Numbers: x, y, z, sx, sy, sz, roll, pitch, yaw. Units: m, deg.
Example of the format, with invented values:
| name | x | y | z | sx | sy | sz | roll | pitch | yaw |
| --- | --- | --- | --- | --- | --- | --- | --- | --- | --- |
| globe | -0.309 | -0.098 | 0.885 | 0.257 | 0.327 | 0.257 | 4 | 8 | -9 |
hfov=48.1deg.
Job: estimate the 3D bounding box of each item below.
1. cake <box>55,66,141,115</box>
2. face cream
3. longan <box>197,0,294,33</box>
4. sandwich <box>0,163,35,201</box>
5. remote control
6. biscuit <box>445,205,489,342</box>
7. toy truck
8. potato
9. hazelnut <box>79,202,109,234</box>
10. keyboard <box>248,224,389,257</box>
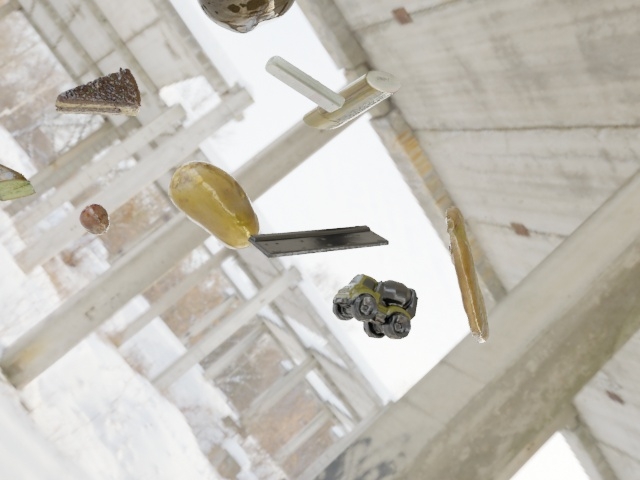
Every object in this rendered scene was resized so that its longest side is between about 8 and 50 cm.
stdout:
| name | x | y | z | sx | sy | sz | roll | pitch | yaw |
| --- | --- | --- | --- | --- | --- | --- | --- | --- | --- |
| cake | -0.660 | -0.411 | 2.171 | 0.135 | 0.246 | 0.112 | 54 | -28 | 6 |
| face cream | 0.086 | -0.395 | 2.053 | 0.285 | 0.139 | 0.067 | -24 | -107 | 47 |
| longan | -0.172 | -0.616 | 1.679 | 0.258 | 0.258 | 0.258 | 46 | -15 | 16 |
| sandwich | -1.019 | -0.193 | 2.251 | 0.245 | 0.088 | 0.090 | 25 | -30 | 19 |
| remote control | -0.038 | -0.354 | 1.619 | 0.190 | 0.029 | 0.087 | 30 | -8 | -15 |
| biscuit | 0.247 | 0.063 | 1.200 | 0.203 | 0.041 | 0.260 | -88 | 160 | -59 |
| toy truck | 0.153 | 0.165 | 1.929 | 0.224 | 0.165 | 0.147 | 30 | -17 | -22 |
| potato | -0.226 | -0.077 | 1.573 | 0.234 | 0.146 | 0.150 | 40 | 20 | -15 |
| hazelnut | -0.584 | -0.054 | 1.866 | 0.086 | 0.086 | 0.086 | 46 | -15 | 16 |
| keyboard | 0.000 | 0.000 | 1.538 | 0.101 | 0.310 | 0.018 | 37 | -56 | 47 |
